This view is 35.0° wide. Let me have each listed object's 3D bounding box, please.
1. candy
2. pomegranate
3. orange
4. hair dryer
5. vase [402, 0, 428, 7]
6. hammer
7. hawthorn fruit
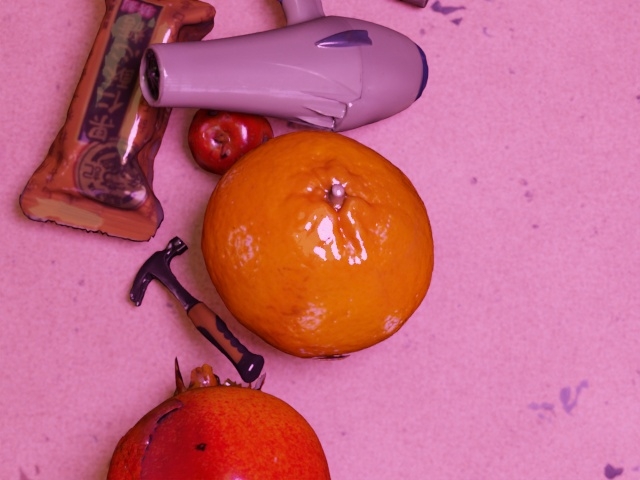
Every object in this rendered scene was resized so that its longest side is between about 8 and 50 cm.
[{"bbox_3d":[-0.196,-0.132,1.023,0.143,0.101,0.271,17,82,3],"label":"candy"},{"bbox_3d":[-0.087,0.220,0.908,0.210,0.210,0.235,-4,52,-3],"label":"pomegranate"},{"bbox_3d":[0.001,0.001,0.948,0.219,0.193,0.219,14,64,-30],"label":"orange"},{"bbox_3d":[-0.069,-0.212,0.994,0.296,0.119,0.298,-30,77,-40],"label":"hair dryer"},{"bbox_3d":[0.074,-0.289,1.084,0.101,0.053,0.053,23,79,7],"label":"vase"},{"bbox_3d":[-0.118,0.072,0.972,0.078,0.021,0.201,-43,49,-6],"label":"hammer"},{"bbox_3d":[-0.091,-0.105,1.023,0.093,0.093,0.093,0,79,-2],"label":"hawthorn fruit"}]
